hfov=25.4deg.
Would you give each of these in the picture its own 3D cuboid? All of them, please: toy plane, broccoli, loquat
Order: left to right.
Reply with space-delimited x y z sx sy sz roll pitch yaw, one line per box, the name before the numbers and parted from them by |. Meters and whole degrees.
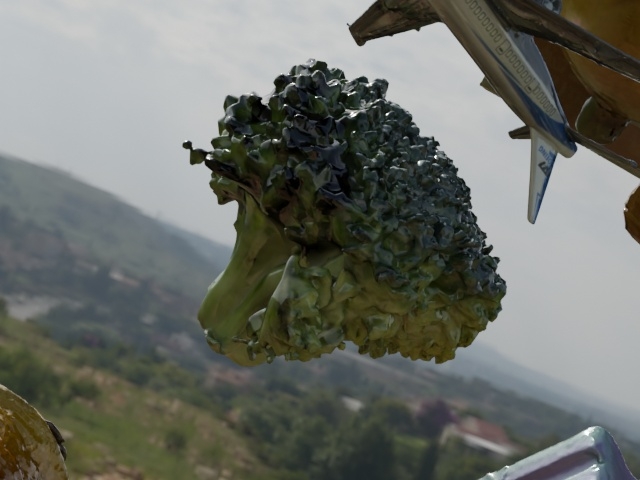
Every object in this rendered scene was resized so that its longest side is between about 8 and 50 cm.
broccoli | 0.001 -0.002 1.320 0.293 0.281 0.348 55 11 28
toy plane | 0.077 -0.100 0.661 0.226 0.058 0.226 19 -28 44
loquat | 0.399 -0.252 1.576 0.328 0.359 0.328 26 30 -16

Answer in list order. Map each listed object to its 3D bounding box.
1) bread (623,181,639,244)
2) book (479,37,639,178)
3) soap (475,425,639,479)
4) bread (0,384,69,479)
bread | 0.322 0.029 0.901 0.271 0.139 0.077 43 35 24
book | 0.341 -0.204 1.766 0.242 0.170 0.018 33 25 8
soap | 0.069 0.152 0.598 0.056 0.149 0.100 50 26 -21
bread | -0.285 0.228 1.042 0.195 0.269 0.142 11 25 14
